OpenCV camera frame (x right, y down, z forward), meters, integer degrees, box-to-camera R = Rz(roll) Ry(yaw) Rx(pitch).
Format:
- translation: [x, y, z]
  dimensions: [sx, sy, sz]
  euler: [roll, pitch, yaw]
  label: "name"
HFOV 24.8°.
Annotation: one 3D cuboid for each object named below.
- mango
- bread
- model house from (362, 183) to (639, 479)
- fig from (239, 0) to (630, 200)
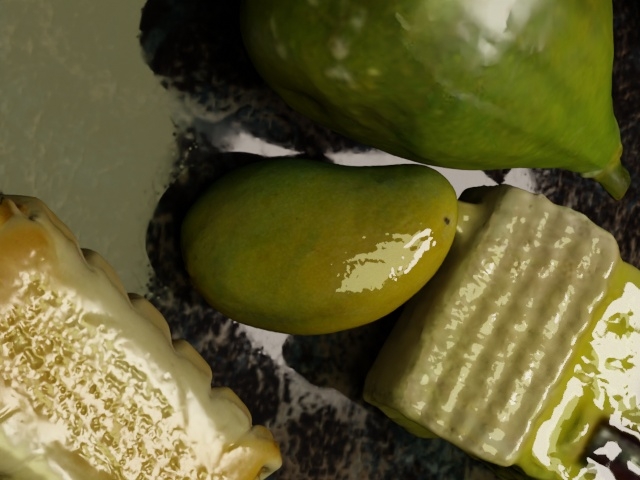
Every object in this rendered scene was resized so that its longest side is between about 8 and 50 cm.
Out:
- translation: [-0.002, 0.003, 0.997]
  dimensions: [0.191, 0.085, 0.122]
  euler: [0, 69, 8]
  label: "mango"
- translation: [-0.165, 0.104, 0.937]
  dimensions: [0.311, 0.121, 0.173]
  euler: [51, 61, -21]
  label: "bread"
- translation: [0.151, 0.084, 1.076]
  dimensions: [0.234, 0.175, 0.193]
  euler: [31, 83, -14]
  label: "model house"
- translation: [0.089, -0.148, 1.009]
  dimensions: [0.314, 0.233, 0.233]
  euler: [29, 82, -58]
  label: "fig"
